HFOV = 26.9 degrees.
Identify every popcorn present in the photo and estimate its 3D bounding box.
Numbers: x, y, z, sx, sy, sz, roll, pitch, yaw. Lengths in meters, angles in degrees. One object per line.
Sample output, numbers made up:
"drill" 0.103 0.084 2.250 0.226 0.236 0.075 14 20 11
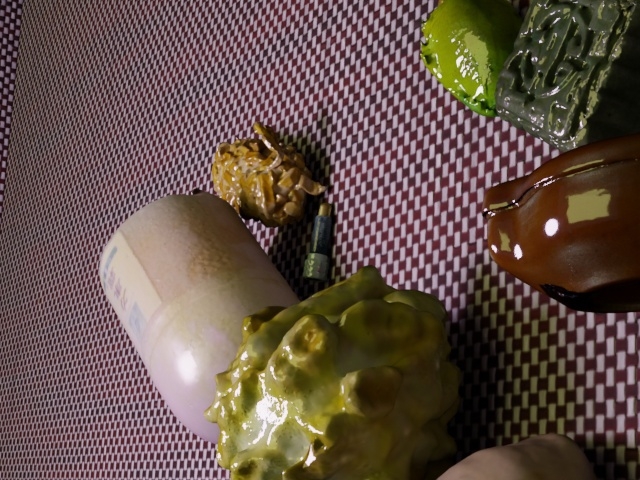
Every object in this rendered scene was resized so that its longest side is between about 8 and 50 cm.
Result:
"popcorn" 0.030 0.185 1.525 0.312 0.312 0.312 -27 58 57

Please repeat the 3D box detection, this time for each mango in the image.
"mango" 0.187 -0.216 1.551 0.119 0.100 0.178 -46 49 34

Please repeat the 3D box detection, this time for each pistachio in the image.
"pistachio" 0.178 0.288 1.358 0.288 0.166 0.197 -39 24 58

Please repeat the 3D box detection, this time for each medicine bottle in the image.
"medicine bottle" -0.131 0.142 1.882 0.406 0.236 0.235 54 130 38

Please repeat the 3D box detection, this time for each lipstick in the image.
"lipstick" 0.000 0.000 1.913 0.037 0.037 0.116 -9 70 61

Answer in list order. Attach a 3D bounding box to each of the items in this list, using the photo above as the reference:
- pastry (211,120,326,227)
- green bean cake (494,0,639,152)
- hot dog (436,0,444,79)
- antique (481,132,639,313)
"pastry" -0.084 -0.098 2.025 0.250 0.102 0.154 10 93 64
"green bean cake" 0.276 -0.185 1.394 0.183 0.094 0.185 45 116 58
"hot dog" 0.178 -0.292 1.649 0.066 0.047 0.215 4 85 26
"antique" 0.286 -0.013 1.185 0.278 0.223 0.129 -11 72 25
